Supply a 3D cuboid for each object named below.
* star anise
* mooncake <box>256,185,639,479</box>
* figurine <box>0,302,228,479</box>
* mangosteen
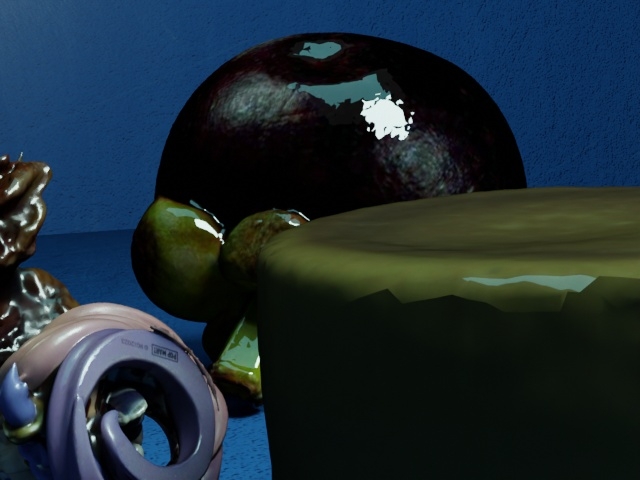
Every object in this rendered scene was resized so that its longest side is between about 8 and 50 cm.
[{"bbox_3d":[-0.222,0.047,0.794,0.190,0.220,0.125,-8,36,16],"label":"star anise"},{"bbox_3d":[0.112,0.064,0.635,0.284,0.155,0.284,-1,8,0],"label":"mooncake"},{"bbox_3d":[-0.117,0.086,0.716,0.126,0.114,0.157,14,-8,-42],"label":"figurine"},{"bbox_3d":[0.000,0.000,1.067,0.275,0.275,0.302,1,42,30],"label":"mangosteen"}]
